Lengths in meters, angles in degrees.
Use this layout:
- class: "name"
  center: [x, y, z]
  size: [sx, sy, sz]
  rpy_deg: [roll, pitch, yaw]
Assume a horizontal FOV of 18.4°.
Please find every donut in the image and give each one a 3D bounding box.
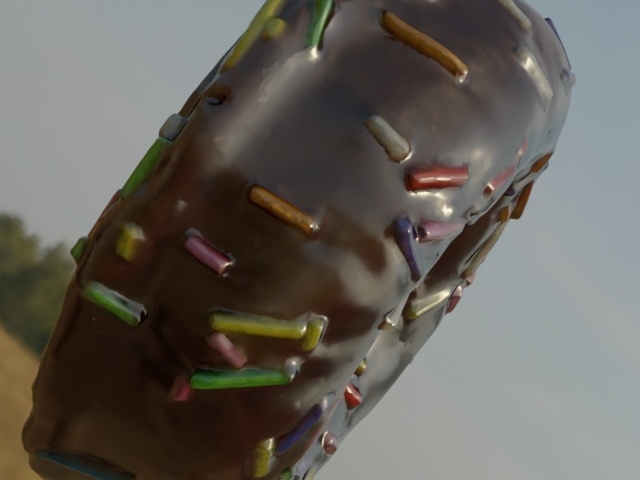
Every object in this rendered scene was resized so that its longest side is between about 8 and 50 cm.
- class: "donut"
  center: [0.000, 0.000, 0.643]
  size: [0.089, 0.235, 0.235]
  rpy_deg: [36, -9, 9]
